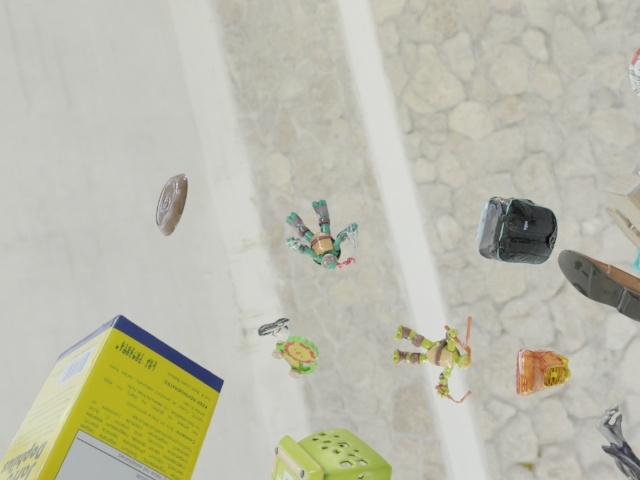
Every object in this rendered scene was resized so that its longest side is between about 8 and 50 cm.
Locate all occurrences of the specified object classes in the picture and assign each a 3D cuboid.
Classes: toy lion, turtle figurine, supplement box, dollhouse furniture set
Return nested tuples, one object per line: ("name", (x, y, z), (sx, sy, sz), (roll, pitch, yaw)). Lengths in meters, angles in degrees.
("toy lion", (-0.040, 0.227, 1.425), (0.100, 0.096, 0.034), (54, -139, -28))
("turtle figurine", (0.302, 0.282, 1.860), (0.087, 0.218, 0.269), (-45, -38, -52))
("supplement box", (-0.308, 0.316, 0.973), (0.194, 0.195, 0.356), (39, -137, -23))
("dollhouse furniture set", (0.774, -0.137, 1.513), (0.198, 0.303, 0.286), (47, -174, -6))
("turtle figurine", (0.000, 0.000, 1.782), (0.234, 0.175, 0.118), (-118, 18, -49))

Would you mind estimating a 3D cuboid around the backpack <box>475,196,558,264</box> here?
("backpack", (0.486, -0.022, 1.781), (0.144, 0.189, 0.165), (-165, 82, -67))

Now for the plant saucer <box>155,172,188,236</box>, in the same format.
("plant saucer", (-0.384, -0.094, 1.837), (0.029, 0.168, 0.168), (17, -126, -28))

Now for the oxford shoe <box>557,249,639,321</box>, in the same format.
("oxford shoe", (0.563, 0.080, 1.403), (0.076, 0.212, 0.076), (-26, -39, -38))

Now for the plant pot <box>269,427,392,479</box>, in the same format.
("plant pot", (0.005, 0.576, 1.657), (0.207, 0.227, 0.228), (9, -85, -28))

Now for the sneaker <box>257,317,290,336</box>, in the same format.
("sneaker", (-0.122, 0.242, 1.929), (0.109, 0.040, 0.043), (-14, -68, -44))

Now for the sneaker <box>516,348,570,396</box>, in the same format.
("sneaker", (0.318, 0.183, 1.026), (0.175, 0.068, 0.064), (-7, -82, -60))

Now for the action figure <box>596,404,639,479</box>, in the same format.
("action figure", (0.450, 0.257, 0.912), (0.141, 0.164, 0.275), (55, 135, 46))

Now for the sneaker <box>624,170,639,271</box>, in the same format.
("sneaker", (0.844, -0.049, 1.883), (0.107, 0.110, 0.275), (10, -107, -48))

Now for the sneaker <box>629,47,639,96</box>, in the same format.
("sneaker", (0.726, -0.425, 1.531), (0.145, 0.090, 0.269), (-131, 32, -65))
